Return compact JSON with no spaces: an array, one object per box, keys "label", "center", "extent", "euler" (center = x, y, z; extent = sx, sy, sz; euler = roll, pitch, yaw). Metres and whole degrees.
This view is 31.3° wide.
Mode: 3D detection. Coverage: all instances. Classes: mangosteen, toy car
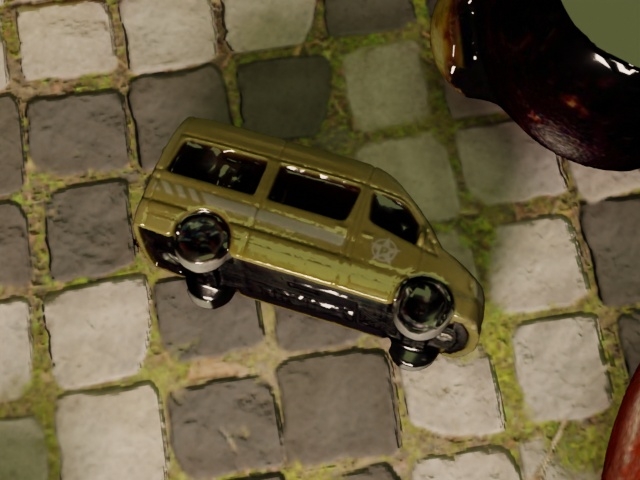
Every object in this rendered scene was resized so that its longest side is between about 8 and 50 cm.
[{"label":"mangosteen","center":[0.201,-0.187,0.814],"extent":[0.288,0.233,0.287],"euler":[0,93,7]},{"label":"toy car","center":[0.000,0.000,0.825],"extent":[0.257,0.101,0.124],"euler":[16,70,7]}]

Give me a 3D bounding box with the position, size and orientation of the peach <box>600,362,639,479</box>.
[{"label":"peach","center":[0.309,0.187,0.732],"extent":[0.281,0.281,0.338],"euler":[13,107,5]}]
